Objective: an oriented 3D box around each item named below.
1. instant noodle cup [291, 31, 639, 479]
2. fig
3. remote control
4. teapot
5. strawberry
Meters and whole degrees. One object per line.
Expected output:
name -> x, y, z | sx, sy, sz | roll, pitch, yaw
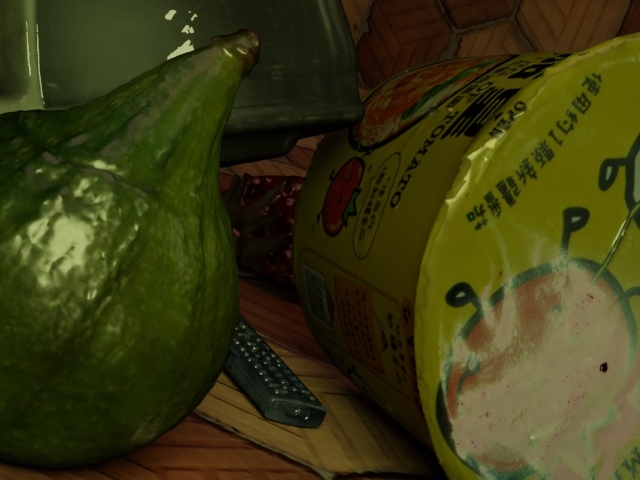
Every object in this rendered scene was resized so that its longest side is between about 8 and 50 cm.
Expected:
instant noodle cup -> 0.143, 0.016, 1.071 | 0.325, 0.326, 0.254 | 16, 4, -28
fig -> -0.122, -0.015, 0.839 | 0.203, 0.235, 0.203 | 25, 13, -6
remote control -> -0.047, 0.077, 1.095 | 0.043, 0.027, 0.152 | 22, 10, -34
teapot -> -0.144, -0.151, 1.025 | 0.321, 0.239, 0.239 | -10, 0, -22
strawberry -> 0.001, -0.005, 1.432 | 0.208, 0.087, 0.167 | 14, 12, -43
